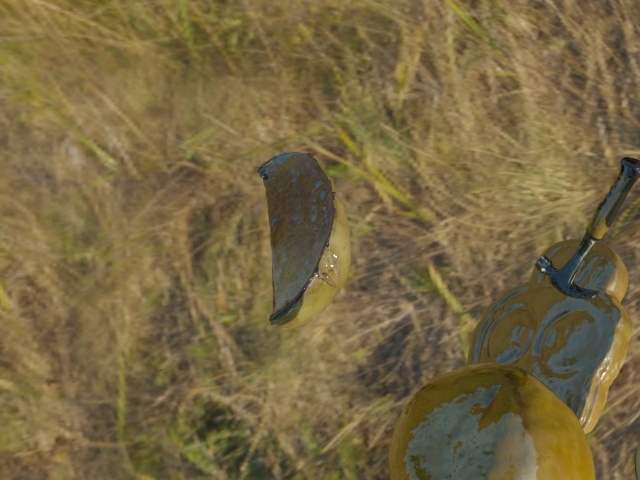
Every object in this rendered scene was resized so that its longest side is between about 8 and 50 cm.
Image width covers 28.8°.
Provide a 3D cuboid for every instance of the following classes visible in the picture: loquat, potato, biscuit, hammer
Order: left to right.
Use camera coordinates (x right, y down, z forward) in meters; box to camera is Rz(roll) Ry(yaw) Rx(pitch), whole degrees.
[{"bbox_3d":[0.001,-0.001,1.536,0.120,0.100,0.261,-30,43,25],"label":"potato"},{"bbox_3d":[0.155,0.222,1.162,0.187,0.176,0.234,-32,40,32],"label":"loquat"},{"bbox_3d":[0.311,0.160,1.783,0.269,0.051,0.376,3,62,52],"label":"biscuit"},{"bbox_3d":[0.301,-0.011,1.346,0.078,0.021,0.201,45,138,21],"label":"hammer"}]

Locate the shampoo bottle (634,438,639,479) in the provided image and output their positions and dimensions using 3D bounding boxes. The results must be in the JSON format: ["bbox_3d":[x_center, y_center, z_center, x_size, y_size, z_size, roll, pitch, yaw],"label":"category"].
[{"bbox_3d":[0.153,0.074,0.398,0.162,0.079,0.079,-39,78,18],"label":"shampoo bottle"}]
